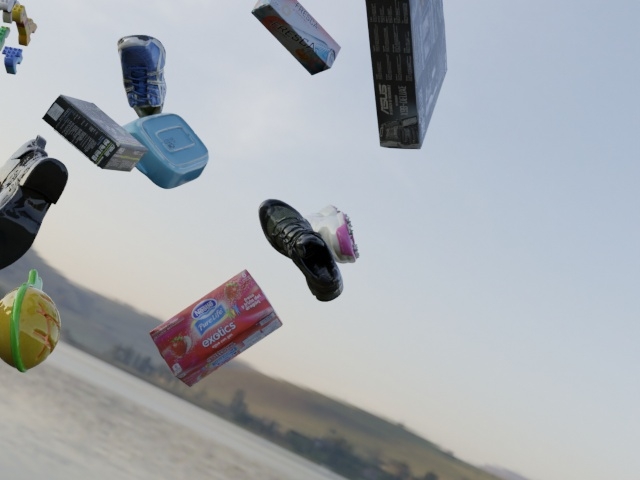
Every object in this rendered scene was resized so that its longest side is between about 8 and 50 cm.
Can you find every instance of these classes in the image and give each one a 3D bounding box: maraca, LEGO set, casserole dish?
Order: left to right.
[{"bbox_3d":[-0.631,-0.425,2.256,0.087,0.227,0.093,10,-33,4],"label":"LEGO set"},{"bbox_3d":[-0.438,0.120,1.677,0.099,0.127,0.186,2,25,-2],"label":"maraca"},{"bbox_3d":[-0.218,-0.135,1.599,0.114,0.037,0.188,50,22,2],"label":"casserole dish"}]

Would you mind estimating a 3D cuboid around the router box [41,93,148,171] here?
[{"bbox_3d":[-0.262,-0.124,1.310,0.092,0.038,0.122,39,6,4],"label":"router box"}]

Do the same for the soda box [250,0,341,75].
[{"bbox_3d":[-0.046,-0.403,2.145,0.058,0.063,0.183,-13,-47,47],"label":"soda box"}]

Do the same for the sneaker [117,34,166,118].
[{"bbox_3d":[-0.298,-0.274,1.913,0.080,0.081,0.211,-6,-27,1],"label":"sneaker"}]

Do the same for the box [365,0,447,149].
[{"bbox_3d":[0.147,-0.343,1.848,0.076,0.242,0.307,6,-46,16],"label":"box"}]

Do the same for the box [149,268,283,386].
[{"bbox_3d":[-0.225,0.192,2.438,0.123,0.257,0.128,55,-3,20],"label":"box"}]

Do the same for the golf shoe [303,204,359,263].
[{"bbox_3d":[0.000,0.000,2.378,0.140,0.115,0.306,-15,8,-6],"label":"golf shoe"}]

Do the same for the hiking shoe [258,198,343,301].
[{"bbox_3d":[-0.030,0.000,2.036,0.227,0.086,0.114,50,-19,14],"label":"hiking shoe"}]

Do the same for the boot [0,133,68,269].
[{"bbox_3d":[-0.554,-0.068,2.003,0.091,0.263,0.229,44,-10,-28],"label":"boot"}]
